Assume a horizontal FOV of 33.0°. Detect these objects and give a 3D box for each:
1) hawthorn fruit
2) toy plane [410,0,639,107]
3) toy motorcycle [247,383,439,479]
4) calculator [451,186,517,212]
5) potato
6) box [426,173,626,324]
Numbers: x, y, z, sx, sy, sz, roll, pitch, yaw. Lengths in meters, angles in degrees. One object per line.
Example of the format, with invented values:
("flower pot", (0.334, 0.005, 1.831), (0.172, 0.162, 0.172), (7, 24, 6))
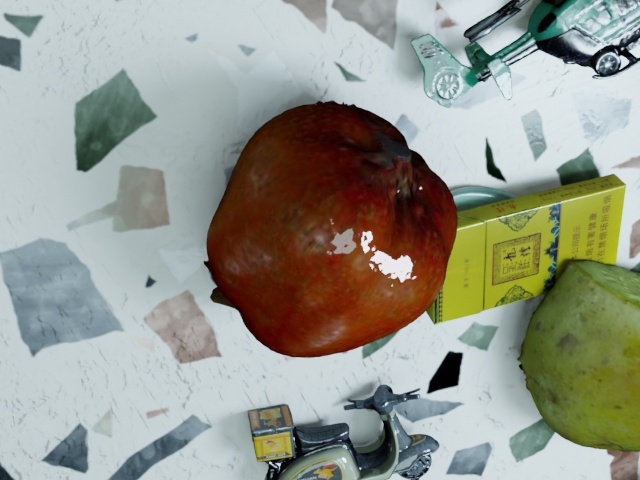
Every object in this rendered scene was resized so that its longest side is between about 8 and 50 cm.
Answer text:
("hawthorn fruit", (0.014, -0.001, 1.273), (0.295, 0.295, 0.311), (11, 116, -19))
("toy plane", (0.297, -0.266, 1.310), (0.381, 0.106, 0.155), (-30, 113, 3))
("toy motorcycle", (0.039, 0.290, 1.526), (0.263, 0.091, 0.157), (-10, 113, -6))
("calculator", (0.221, -0.025, 1.451), (0.153, 0.021, 0.095), (12, 113, -19))
("potato", (0.452, 0.203, 1.500), (0.330, 0.213, 0.280), (10, 119, -27))
("box", (0.273, 0.010, 1.449), (0.279, 0.041, 0.153), (-14, 127, -13))
